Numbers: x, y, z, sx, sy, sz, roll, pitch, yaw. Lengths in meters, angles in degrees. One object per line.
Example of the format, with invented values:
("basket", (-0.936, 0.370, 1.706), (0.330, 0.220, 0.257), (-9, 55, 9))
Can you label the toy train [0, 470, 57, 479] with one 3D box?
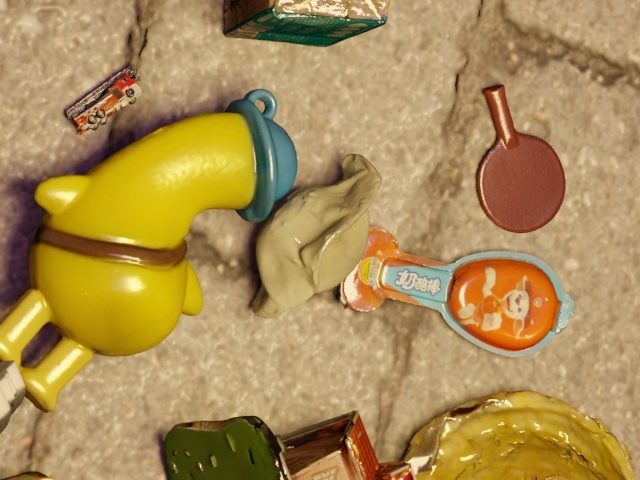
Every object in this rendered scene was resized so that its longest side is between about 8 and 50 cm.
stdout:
("toy train", (-0.307, 0.274, 1.811), (0.188, 0.072, 0.099), (-16, 90, -17))

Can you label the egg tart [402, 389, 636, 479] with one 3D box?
("egg tart", (0.203, 0.318, 1.949), (0.341, 0.132, 0.341), (0, 89, -18))

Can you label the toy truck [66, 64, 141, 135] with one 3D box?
("toy truck", (-0.200, -0.133, 1.861), (0.083, 0.024, 0.032), (-36, 72, -11))

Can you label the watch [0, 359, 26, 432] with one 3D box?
("watch", (-0.407, 0.112, 1.704), (0.244, 0.196, 0.231), (-26, 98, 24))

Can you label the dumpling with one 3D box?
("dumpling", (-0.001, 0.002, 1.872), (0.169, 0.134, 0.100), (-34, 102, -12))

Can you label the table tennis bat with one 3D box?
("table tennis bat", (0.197, -0.083, 1.998), (0.098, 0.019, 0.154), (-20, 100, -16))

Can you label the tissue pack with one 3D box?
("tissue pack", (-0.014, -0.233, 1.846), (0.120, 0.169, 0.082), (3, 87, -17))

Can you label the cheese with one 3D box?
("cheese", (0.139, 0.051, 1.970), (0.256, 0.037, 0.106), (13, 85, -19))

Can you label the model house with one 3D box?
("model house", (-0.004, 0.280, 1.859), (0.154, 0.207, 0.294), (-24, 96, -33))

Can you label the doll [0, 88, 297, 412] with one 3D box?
("doll", (-0.164, -0.010, 1.815), (0.363, 0.145, 0.199), (-48, 119, -15))
